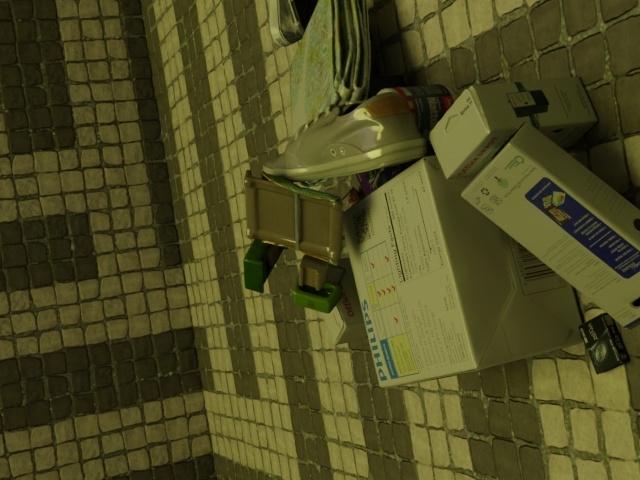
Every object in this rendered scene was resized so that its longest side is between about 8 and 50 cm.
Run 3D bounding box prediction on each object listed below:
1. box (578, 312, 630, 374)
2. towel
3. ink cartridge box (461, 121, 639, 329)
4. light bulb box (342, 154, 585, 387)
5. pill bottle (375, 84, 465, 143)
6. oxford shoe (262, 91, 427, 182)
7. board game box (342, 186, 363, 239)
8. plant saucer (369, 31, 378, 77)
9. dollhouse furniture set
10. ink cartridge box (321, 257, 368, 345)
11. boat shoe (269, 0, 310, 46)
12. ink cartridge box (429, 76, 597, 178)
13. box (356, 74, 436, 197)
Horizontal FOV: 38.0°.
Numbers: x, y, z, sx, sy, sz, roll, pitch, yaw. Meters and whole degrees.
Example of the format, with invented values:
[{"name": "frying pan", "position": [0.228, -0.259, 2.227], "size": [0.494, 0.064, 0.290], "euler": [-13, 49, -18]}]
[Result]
[{"name": "box", "position": [0.448, 0.163, 1.469], "size": [0.067, 0.018, 0.083], "euler": [-48, 54, 59]}, {"name": "towel", "position": [0.016, -0.335, 1.989], "size": [0.374, 0.090, 0.321], "euler": [125, 148, -59]}, {"name": "ink cartridge box", "position": [0.382, -0.018, 1.378], "size": [0.332, 0.065, 0.165], "euler": [41, 148, 2]}, {"name": "light bulb box", "position": [0.234, 0.057, 1.655], "size": [0.361, 0.225, 0.358], "euler": [148, 111, -65]}, {"name": "pill bottle", "position": [0.196, -0.230, 1.700], "size": [0.108, 0.180, 0.108], "euler": [171, 90, -66]}, {"name": "oxford shoe", "position": [0.031, -0.178, 1.662], "size": [0.449, 0.169, 0.130], "euler": [-6, 99, 61]}, {"name": "board game box", "position": [0.042, -0.042, 2.054], "size": [0.027, 0.145, 0.281], "euler": [43, -174, -8]}, {"name": "plant saucer", "position": [0.055, -0.390, 2.121], "size": [0.310, 0.050, 0.311], "euler": [172, 90, -66]}, {"name": "dollhouse furniture set", "position": [-0.034, -0.031, 1.785], "size": [0.302, 0.197, 0.151], "euler": [92, -161, -44]}, {"name": "ink cartridge box", "position": [0.107, 0.117, 1.963], "size": [0.092, 0.219, 0.160], "euler": [114, 140, -51]}, {"name": "boat shoe", "position": [-0.068, -0.627, 2.264], "size": [0.102, 0.108, 0.301], "euler": [-12, 73, 34]}, {"name": "ink cartridge box", "position": [0.299, -0.175, 1.455], "size": [0.153, 0.208, 0.087], "euler": [127, 131, -58]}, {"name": "box", "position": [0.146, -0.185, 1.928], "size": [0.261, 0.103, 0.184], "euler": [68, 150, 28]}]
